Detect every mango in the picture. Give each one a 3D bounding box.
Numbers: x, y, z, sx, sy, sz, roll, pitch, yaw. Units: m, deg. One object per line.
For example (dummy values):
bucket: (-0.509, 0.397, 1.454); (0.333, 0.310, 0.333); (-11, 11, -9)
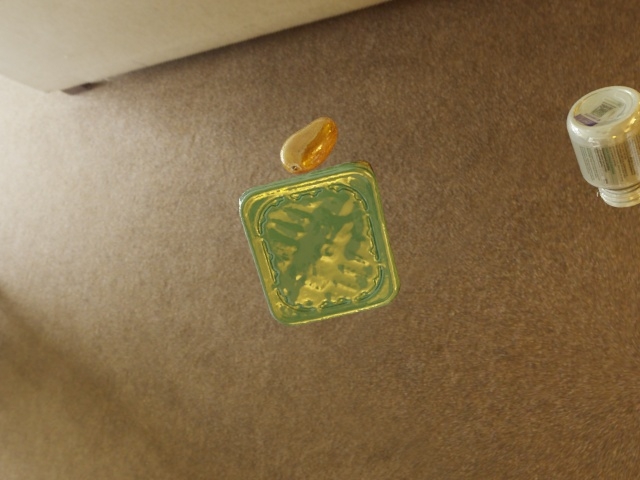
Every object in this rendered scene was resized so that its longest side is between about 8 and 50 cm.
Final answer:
mango: (-0.017, -0.158, 1.005); (0.114, 0.060, 0.080); (-46, 38, -14)

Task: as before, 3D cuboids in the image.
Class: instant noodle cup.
instant noodle cup: (0.000, 0.000, 0.704); (0.157, 0.070, 0.179); (-14, 112, 3)

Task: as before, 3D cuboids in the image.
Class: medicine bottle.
medicine bottle: (0.553, -0.167, 1.129); (0.135, 0.215, 0.135); (-23, 38, 20)
